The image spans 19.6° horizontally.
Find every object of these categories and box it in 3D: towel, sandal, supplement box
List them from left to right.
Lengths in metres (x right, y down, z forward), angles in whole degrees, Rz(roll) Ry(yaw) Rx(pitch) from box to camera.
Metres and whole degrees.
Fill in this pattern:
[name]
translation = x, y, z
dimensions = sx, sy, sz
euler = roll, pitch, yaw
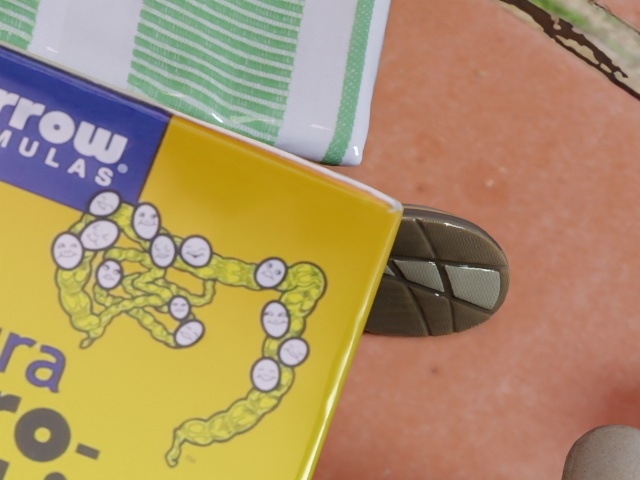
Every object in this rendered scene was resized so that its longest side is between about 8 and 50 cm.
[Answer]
[supplement box]
translation = -0.130, 0.135, 0.659
dimensions = 0.195, 0.194, 0.356
euler = 21, 68, -5
[towel]
translation = -0.106, -0.185, 0.899
dimensions = 0.325, 0.038, 0.248
euler = 22, 61, -20
[sandal]
translation = 0.000, 0.000, 0.865
dimensions = 0.180, 0.072, 0.049
euler = 6, 40, -1

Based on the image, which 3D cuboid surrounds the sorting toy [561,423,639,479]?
[sorting toy]
translation = 0.191, 0.169, 0.755
dimensions = 0.229, 0.041, 0.307
euler = 32, 51, -19
